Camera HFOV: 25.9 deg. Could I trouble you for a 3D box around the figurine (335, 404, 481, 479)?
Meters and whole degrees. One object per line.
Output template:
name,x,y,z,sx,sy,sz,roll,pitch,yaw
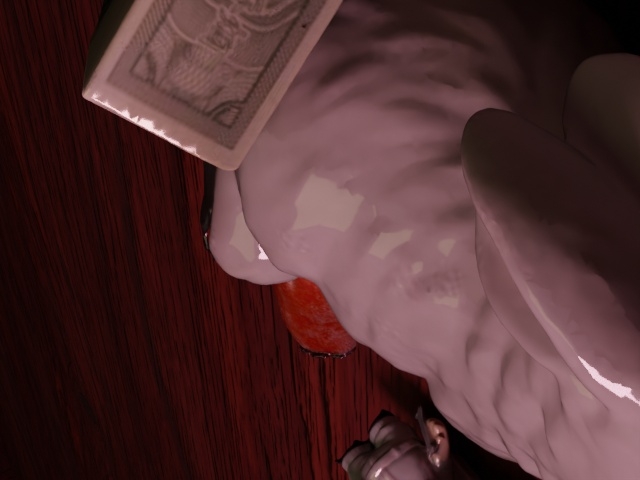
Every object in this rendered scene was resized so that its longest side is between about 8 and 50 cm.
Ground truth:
figurine,0.091,0.209,0.949,0.112,0.137,0.229,39,-174,-48

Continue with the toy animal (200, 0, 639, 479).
toy animal,0.095,-0.003,0.564,0.357,0.194,0.257,41,146,54

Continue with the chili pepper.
chili pepper,0.000,0.000,0.950,0.086,0.084,0.192,29,149,27

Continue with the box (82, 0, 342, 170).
box,-0.032,-0.152,0.615,0.069,0.164,0.256,28,-163,-16
